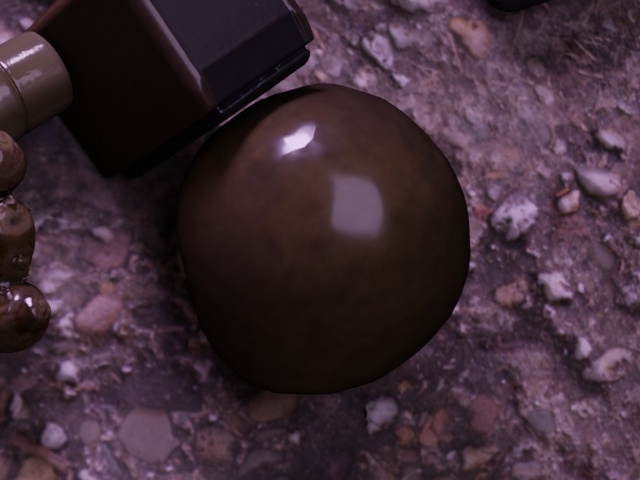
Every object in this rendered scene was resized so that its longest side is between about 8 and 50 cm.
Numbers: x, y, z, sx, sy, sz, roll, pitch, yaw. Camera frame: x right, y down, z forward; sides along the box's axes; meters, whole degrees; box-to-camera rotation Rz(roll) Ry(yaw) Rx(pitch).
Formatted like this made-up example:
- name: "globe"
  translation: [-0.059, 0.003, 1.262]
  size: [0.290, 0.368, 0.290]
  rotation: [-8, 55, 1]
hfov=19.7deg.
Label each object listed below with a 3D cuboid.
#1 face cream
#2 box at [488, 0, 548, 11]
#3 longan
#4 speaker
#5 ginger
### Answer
- name: "face cream"
  translation: [-0.380, -0.077, 1.648]
  size: [0.341, 0.084, 0.137]
  rotation: [-33, 108, -27]
- name: "box"
  translation: [0.231, -0.363, 2.055]
  size: [0.212, 0.042, 0.201]
  rotation: [-27, 100, -29]
- name: "longan"
  translation: [0.003, 0.002, 1.736]
  size: [0.297, 0.297, 0.297]
  rotation: [9, 72, -29]
- name: "speaker"
  translation: [-0.147, -0.187, 1.719]
  size: [0.153, 0.231, 0.192]
  rotation: [-37, 97, -33]
- name: "ginger"
  translation: [-0.290, 0.000, 1.641]
  size: [0.080, 0.104, 0.204]
  rotation: [-18, 103, -52]
